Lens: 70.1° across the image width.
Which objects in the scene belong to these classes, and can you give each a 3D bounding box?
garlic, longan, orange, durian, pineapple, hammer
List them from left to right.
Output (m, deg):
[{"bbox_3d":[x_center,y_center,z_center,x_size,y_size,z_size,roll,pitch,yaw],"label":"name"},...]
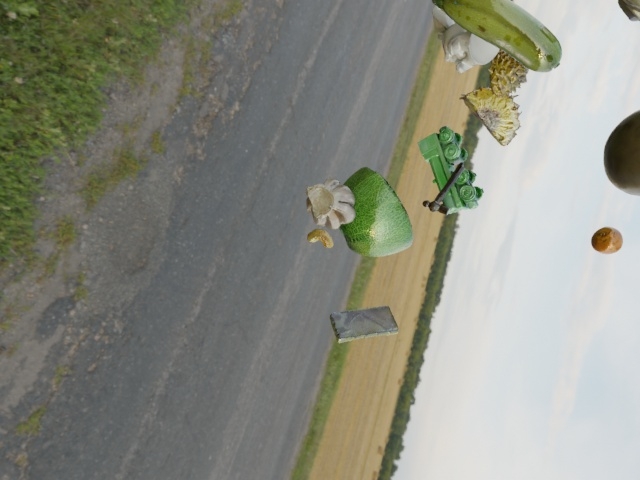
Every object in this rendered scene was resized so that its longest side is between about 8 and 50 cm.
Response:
[{"bbox_3d":[0.030,-0.077,1.199,0.127,0.131,0.194,-32,155,-10],"label":"garlic"},{"bbox_3d":[0.311,-0.129,1.099,0.178,0.065,0.021,-50,155,-30],"label":"hammer"},{"bbox_3d":[0.579,-0.433,1.492,0.135,0.233,0.079,-43,-175,17],"label":"pineapple"},{"bbox_3d":[0.580,-0.492,1.351,0.224,0.078,0.141,-5,106,-43],"label":"durian"},{"bbox_3d":[0.829,0.001,1.318,0.083,0.083,0.084,14,90,-76],"label":"orange"},{"bbox_3d":[0.615,-0.174,0.817,0.185,0.159,0.204,-45,172,-49],"label":"longan"}]

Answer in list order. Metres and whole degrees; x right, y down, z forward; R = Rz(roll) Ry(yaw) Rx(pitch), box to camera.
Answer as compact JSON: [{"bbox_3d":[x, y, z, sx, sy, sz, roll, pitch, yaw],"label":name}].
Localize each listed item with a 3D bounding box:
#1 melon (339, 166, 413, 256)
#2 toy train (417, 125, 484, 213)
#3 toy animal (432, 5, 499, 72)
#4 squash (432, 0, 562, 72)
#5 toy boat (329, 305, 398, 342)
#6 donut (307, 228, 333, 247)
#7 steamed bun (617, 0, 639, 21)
[{"bbox_3d":[0.136,-0.059,1.247,0.169,0.265,0.129,-32,-177,-7],"label":"melon"},{"bbox_3d":[0.361,-0.194,1.273,0.085,0.119,0.252,3,68,-51],"label":"toy train"},{"bbox_3d":[0.339,-0.512,1.168,0.103,0.221,0.131,26,105,-38],"label":"toy animal"},{"bbox_3d":[0.378,-0.480,0.991,0.095,0.340,0.094,-51,171,-12],"label":"squash"},{"bbox_3d":[0.078,0.149,0.819,0.063,0.114,0.016,-110,-161,-48],"label":"toy boat"},{"bbox_3d":[0.000,0.000,1.502,0.067,0.083,0.038,-35,-178,15],"label":"donut"},{"bbox_3d":[0.932,-0.706,1.224,0.238,0.393,0.347,120,-33,-42],"label":"steamed bun"}]
